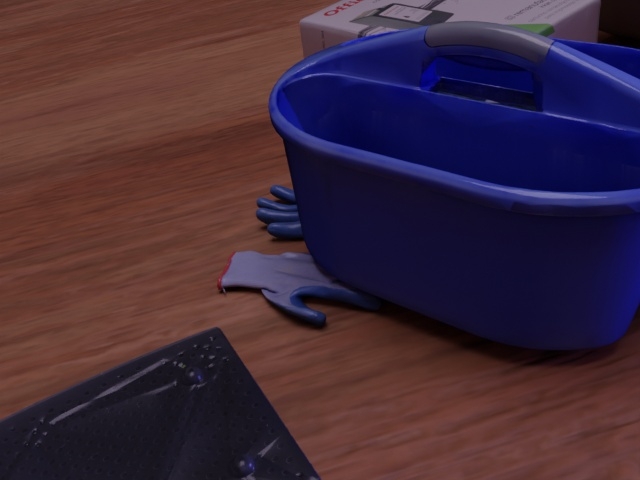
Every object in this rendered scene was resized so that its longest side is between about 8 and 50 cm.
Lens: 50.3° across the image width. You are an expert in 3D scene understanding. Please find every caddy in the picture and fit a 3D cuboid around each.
[{"bbox_3d":[0.123,-0.074,0.513,0.341,0.179,0.241,19,42,32],"label":"caddy"}]

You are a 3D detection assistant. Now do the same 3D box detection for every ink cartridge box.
[{"bbox_3d":[0.139,-0.212,0.775,0.198,0.115,0.273,-34,42,-29],"label":"ink cartridge box"}]

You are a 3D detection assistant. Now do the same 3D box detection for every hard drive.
[{"bbox_3d":[-0.141,0.161,0.394,0.254,0.054,0.172,-25,38,-19],"label":"hard drive"}]

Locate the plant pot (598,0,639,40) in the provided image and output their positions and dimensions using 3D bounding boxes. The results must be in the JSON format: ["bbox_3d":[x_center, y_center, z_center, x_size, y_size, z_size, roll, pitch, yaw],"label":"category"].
[{"bbox_3d":[0.441,-0.338,0.745,0.323,0.323,0.280,-28,24,-22],"label":"plant pot"}]

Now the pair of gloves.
[{"bbox_3d":[0.000,0.000,0.604,0.159,0.023,0.198,4,38,19],"label":"pair of gloves"}]
